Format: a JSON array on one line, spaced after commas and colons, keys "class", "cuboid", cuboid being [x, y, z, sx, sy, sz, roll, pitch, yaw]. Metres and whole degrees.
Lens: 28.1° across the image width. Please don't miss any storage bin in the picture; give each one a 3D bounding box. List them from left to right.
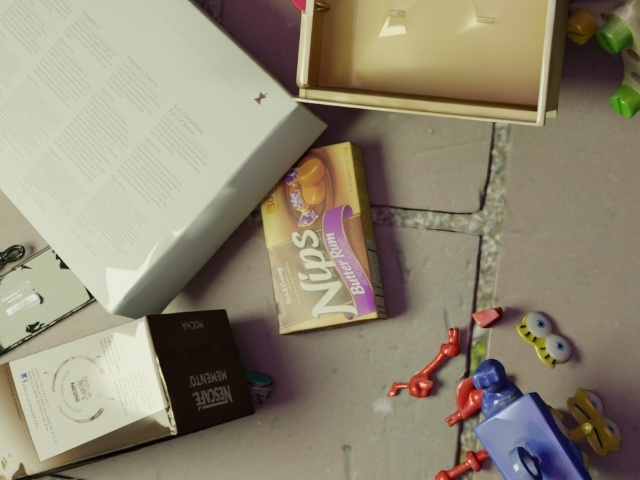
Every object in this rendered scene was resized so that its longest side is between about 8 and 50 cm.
[{"class": "storage bin", "cuboid": [0.106, -0.253, 1.202, 0.260, 0.123, 0.262, 8, 100, 19]}]

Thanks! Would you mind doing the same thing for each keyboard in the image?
[{"class": "keyboard", "cuboid": [-0.339, 0.056, 1.441, 0.180, 0.023, 0.108, -30, 85, 10]}]

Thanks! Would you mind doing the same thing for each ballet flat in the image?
[{"class": "ballet flat", "cuboid": [-0.106, 0.148, 1.365, 0.114, 0.041, 0.041, 21, 91, 16]}]

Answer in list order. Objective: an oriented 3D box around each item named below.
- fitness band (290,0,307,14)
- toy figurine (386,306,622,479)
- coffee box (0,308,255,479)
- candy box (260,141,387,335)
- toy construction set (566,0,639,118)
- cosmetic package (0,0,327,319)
[{"class": "fitness band", "cuboid": [0.055, -0.359, 1.358, 0.209, 0.054, 0.291, 4, 86, 18]}, {"class": "toy figurine", "cuboid": [0.196, 0.237, 1.185, 0.191, 0.217, 0.363, -31, 78, 10]}, {"class": "coffee box", "cuboid": [-0.241, 0.168, 1.306, 0.297, 0.168, 0.119, -19, 81, 23]}, {"class": "candy box", "cuboid": [0.000, 0.000, 1.340, 0.109, 0.053, 0.187, -10, 81, 15]}, {"class": "toy construction set", "cuboid": [0.362, -0.155, 1.150, 0.151, 0.215, 0.328, -34, 34, 0]}, {"class": "cosmetic package", "cuboid": [-0.220, -0.143, 1.361, 0.284, 0.097, 0.377, -48, 67, 9]}]
